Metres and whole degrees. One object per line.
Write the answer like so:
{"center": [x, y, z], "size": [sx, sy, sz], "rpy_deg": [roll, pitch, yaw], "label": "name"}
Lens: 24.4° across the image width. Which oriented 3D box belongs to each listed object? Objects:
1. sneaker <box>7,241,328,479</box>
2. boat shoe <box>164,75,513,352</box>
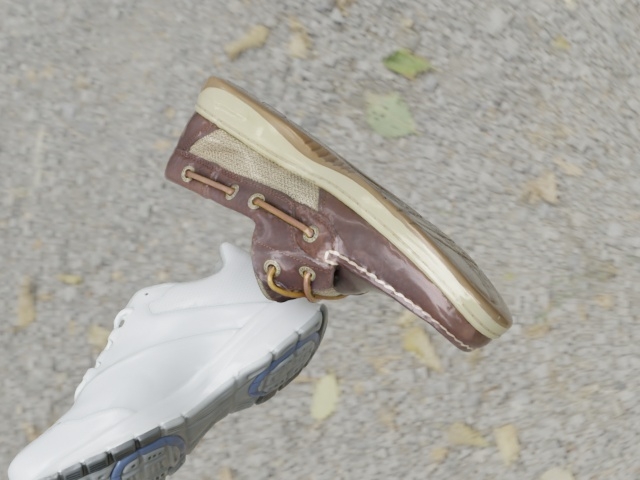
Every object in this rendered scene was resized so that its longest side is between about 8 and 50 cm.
{"center": [-0.135, 0.113, 1.205], "size": [0.297, 0.111, 0.129], "rpy_deg": [-34, 68, -30], "label": "sneaker"}
{"center": [0.000, 0.000, 1.163], "size": [0.342, 0.123, 0.123], "rpy_deg": [38, 96, 29], "label": "boat shoe"}
